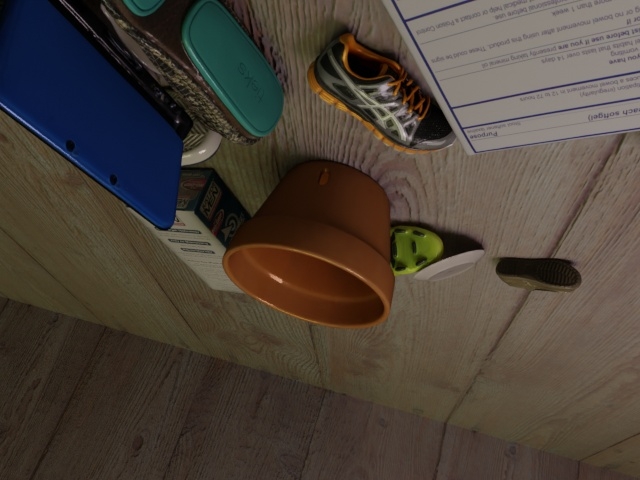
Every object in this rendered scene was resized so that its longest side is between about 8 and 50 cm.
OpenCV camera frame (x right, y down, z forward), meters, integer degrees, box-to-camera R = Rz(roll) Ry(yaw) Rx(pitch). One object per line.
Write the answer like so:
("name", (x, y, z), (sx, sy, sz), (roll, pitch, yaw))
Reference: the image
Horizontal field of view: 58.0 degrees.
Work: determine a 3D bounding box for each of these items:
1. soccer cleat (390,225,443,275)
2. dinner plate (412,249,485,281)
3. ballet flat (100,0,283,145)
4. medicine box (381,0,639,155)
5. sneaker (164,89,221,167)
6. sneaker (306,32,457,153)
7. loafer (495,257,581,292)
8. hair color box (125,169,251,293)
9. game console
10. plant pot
("soccer cleat", (0.134, 0.034, 1.142), (0.121, 0.093, 0.289), (1, 165, -42))
("dinner plate", (0.240, 0.052, 1.069), (0.141, 0.017, 0.141), (-16, 162, -6))
("ballet flat", (-0.197, -0.286, 0.664), (0.182, 0.164, 0.483), (17, 158, 25))
("medicine box", (0.213, -0.230, 0.496), (0.263, 0.149, 0.289), (-3, 146, 36))
("sneaker", (-0.293, -0.164, 0.989), (0.350, 0.131, 0.148), (10, 160, 28))
("sneaker", (0.088, -0.184, 0.740), (0.215, 0.084, 0.083), (25, 148, -11))
("loafer", (0.394, 0.065, 1.044), (0.148, 0.056, 0.050), (12, 155, 35))
("hair color box", (-0.234, -0.009, 1.245), (0.174, 0.105, 0.347), (4, 150, 26))
("game console", (-0.306, -0.173, 0.707), (0.250, 0.173, 0.293), (18, 162, 32))
("plant pot", (0.000, 0.000, 1.005), (0.291, 0.203, 0.291), (14, 153, 7))
